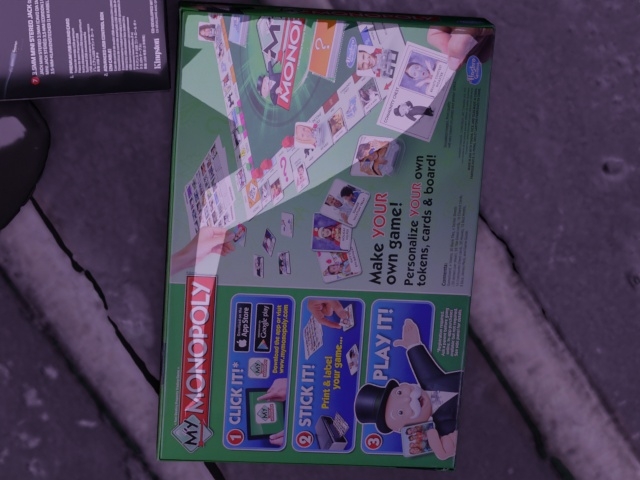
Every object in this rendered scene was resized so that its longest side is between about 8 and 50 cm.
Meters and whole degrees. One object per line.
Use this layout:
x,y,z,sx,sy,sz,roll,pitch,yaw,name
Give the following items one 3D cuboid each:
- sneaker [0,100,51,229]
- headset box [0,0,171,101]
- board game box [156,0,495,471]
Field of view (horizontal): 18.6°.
-0.299,0.002,1.275,0.286,0.130,0.109,-35,103,3,sneaker
-0.246,-0.199,1.237,0.293,0.110,0.218,-4,104,-4,headset box
0.000,0.000,1.345,0.213,0.046,0.317,3,104,-5,board game box
